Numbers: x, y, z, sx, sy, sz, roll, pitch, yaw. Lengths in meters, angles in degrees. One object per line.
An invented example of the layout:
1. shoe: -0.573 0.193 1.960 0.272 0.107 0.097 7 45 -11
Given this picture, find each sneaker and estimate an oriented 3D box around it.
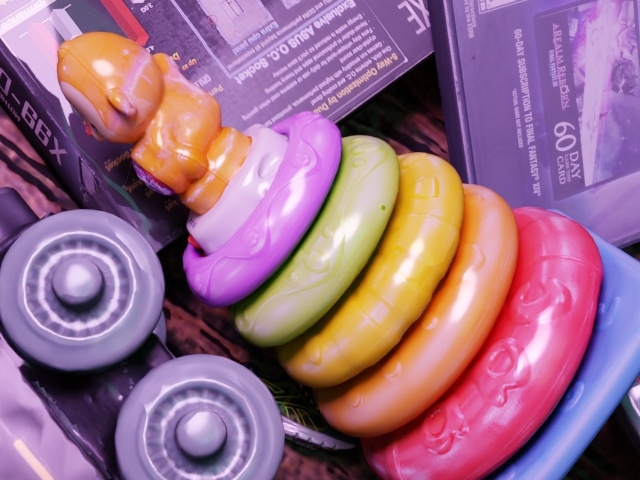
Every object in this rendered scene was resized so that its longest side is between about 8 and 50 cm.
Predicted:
1. sneaker: -0.015 0.092 0.688 0.083 0.031 0.035 23 73 -12

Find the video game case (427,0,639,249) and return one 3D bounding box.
1. video game case: 0.196 -0.098 0.747 0.274 0.026 0.196 -19 113 -20

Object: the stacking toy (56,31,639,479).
1. stacking toy: 0.000 0.000 0.597 0.301 0.175 0.166 34 96 -19

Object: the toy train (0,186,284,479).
1. toy train: -0.102 0.135 0.589 0.190 0.142 0.334 -38 83 -15

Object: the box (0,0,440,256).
1. box: -0.052 -0.168 0.706 0.307 0.076 0.242 -38 92 -20

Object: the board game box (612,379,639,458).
1. board game box: 0.330 0.170 0.674 0.224 0.097 0.303 -28 73 2
